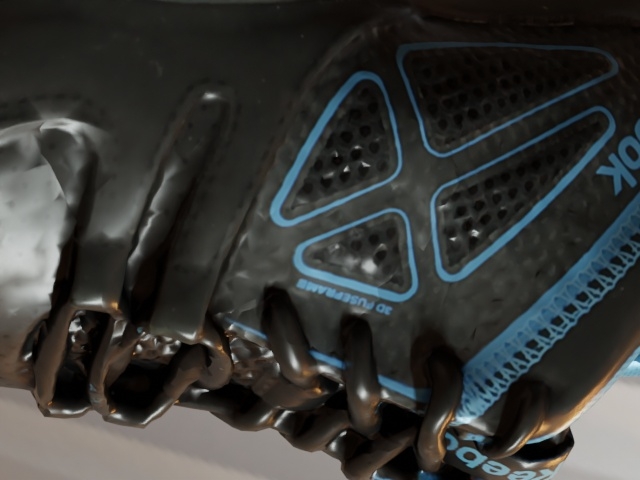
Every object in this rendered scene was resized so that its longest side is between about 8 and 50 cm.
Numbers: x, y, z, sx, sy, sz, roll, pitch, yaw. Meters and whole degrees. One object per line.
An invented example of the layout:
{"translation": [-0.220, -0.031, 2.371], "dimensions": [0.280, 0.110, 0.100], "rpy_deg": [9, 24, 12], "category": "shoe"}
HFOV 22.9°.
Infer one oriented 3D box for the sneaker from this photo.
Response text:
{"translation": [0.000, 0.000, 0.378], "dimensions": [0.125, 0.341, 0.139], "rpy_deg": [127, 128, -61], "category": "sneaker"}
